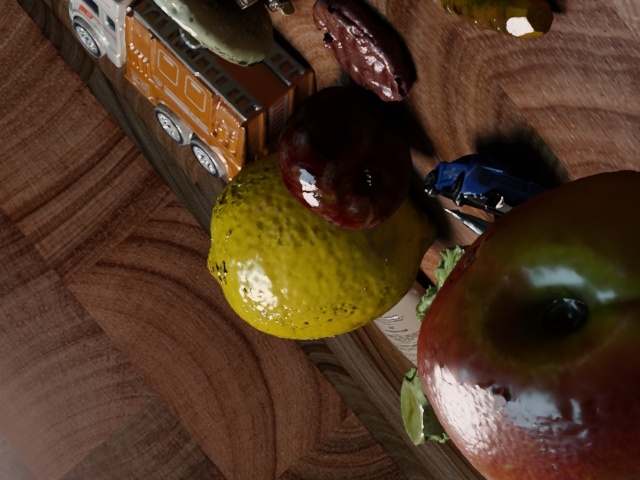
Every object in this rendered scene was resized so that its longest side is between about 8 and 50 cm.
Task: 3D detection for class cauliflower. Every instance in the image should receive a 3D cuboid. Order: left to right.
[{"bbox_3d":[0.186,0.143,1.962,0.272,0.250,0.275,30,153,57],"label":"cauliflower"}]

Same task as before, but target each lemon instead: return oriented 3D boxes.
[{"bbox_3d":[0.000,0.000,2.181,0.258,0.310,0.258,-5,-90,-87],"label":"lemon"}]

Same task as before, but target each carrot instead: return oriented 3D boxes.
[{"bbox_3d":[0.152,-0.207,1.472,0.042,0.042,0.170,55,170,-26],"label":"carrot"}]

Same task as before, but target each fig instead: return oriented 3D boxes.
[{"bbox_3d":[0.023,-0.128,2.043,0.170,0.145,0.274,29,-158,-22],"label":"fig"}]

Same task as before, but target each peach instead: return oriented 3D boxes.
[{"bbox_3d":[0.261,0.104,1.426,0.373,0.372,0.290,70,-170,-61],"label":"peach"}]

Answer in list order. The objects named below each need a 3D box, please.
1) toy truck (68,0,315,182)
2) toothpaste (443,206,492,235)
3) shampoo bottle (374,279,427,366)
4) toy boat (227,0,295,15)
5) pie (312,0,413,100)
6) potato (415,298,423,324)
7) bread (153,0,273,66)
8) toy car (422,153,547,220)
[{"bbox_3d":[-0.181,-0.272,2.273,0.387,0.173,0.207,44,162,15],"label":"toy truck"},{"bbox_3d":[0.231,0.015,1.804,0.216,0.037,0.062,30,-177,18],"label":"toothpaste"},{"bbox_3d":[0.132,0.115,2.492,0.127,0.078,0.257,2,143,45],"label":"shampoo bottle"},{"bbox_3d":[-0.107,-0.349,1.911,0.226,0.088,0.068,54,169,-24],"label":"toy boat"},{"bbox_3d":[0.049,-0.217,1.866,0.153,0.038,0.153,45,168,12],"label":"pie"},{"bbox_3d":[0.199,0.113,2.340,0.119,0.054,0.198,49,165,6],"label":"potato"},{"bbox_3d":[-0.147,-0.322,1.991,0.267,0.040,0.267,42,-155,-25],"label":"bread"},{"bbox_3d":[0.178,-0.057,1.773,0.103,0.063,0.216,20,-177,-11],"label":"toy car"}]
